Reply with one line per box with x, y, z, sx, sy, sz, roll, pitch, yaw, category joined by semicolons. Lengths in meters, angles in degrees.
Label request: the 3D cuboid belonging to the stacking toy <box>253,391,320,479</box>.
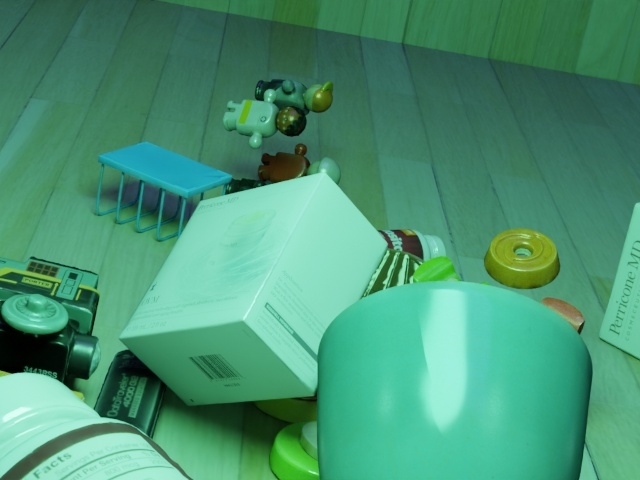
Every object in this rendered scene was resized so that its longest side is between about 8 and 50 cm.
0.074;0.187;1.698;0.309;0.130;0.279;9;22;-4;stacking toy

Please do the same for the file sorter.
-0.244;-0.069;2.197;0.170;0.104;0.118;22;25;25;file sorter

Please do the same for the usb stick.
-0.224;0.200;1.639;0.077;0.045;0.278;4;22;0;usb stick

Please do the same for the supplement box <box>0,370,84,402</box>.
-0.380;0.185;1.558;0.233;0.078;0.080;13;22;7;supplement box

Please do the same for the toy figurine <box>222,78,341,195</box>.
-0.057;-0.155;2.353;0.148;0.210;0.213;8;21;20;toy figurine

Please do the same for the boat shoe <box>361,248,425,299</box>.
0.160;0.094;2.024;0.302;0.109;0.098;16;-17;13;boat shoe

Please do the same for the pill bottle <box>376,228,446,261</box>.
0.110;0.026;2.162;0.152;0.086;0.086;-3;26;-31;pill bottle

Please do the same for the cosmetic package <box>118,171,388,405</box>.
-0.077;0.058;1.663;0.224;0.138;0.225;-11;40;44;cosmetic package

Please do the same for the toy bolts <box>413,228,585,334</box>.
0.254;0.119;1.880;0.218;0.158;0.228;-28;47;-29;toy bolts

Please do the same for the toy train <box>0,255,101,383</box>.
-0.416;0.084;1.688;0.334;0.142;0.190;13;25;-3;toy train

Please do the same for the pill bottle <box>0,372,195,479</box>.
-0.171;0.289;1.177;0.224;0.224;0.392;-11;35;-43;pill bottle

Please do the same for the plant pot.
0.128;0.223;1.449;0.293;0.293;0.235;11;49;-1;plant pot

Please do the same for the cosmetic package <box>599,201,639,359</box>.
0.638;0.120;1.999;0.161;0.230;0.453;-13;31;-43;cosmetic package
